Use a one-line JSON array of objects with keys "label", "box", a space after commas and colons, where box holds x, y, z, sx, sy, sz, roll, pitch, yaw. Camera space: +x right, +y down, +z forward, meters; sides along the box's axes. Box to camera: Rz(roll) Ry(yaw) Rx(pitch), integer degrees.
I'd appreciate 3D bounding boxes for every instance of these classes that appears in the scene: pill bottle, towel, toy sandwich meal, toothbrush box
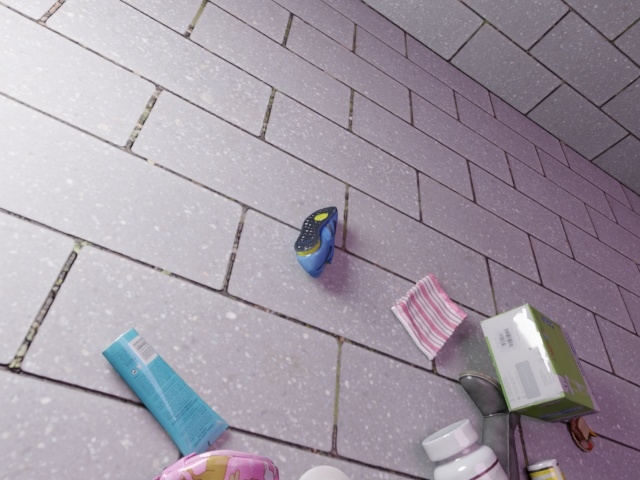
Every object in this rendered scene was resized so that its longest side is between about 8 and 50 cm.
[{"label": "pill bottle", "box": [0.279, 0.446, 0.834, 0.121, 0.121, 0.221, -10, 65, -42]}, {"label": "towel", "box": [0.257, 0.170, 1.096, 0.144, 0.029, 0.197, 51, 43, 8]}, {"label": "pill bottle", "box": [0.487, 0.524, 0.976, 0.065, 0.065, 0.116, 5, 55, -35]}, {"label": "toy sandwich meal", "box": [0.657, 0.481, 1.167, 0.085, 0.029, 0.086, 20, 48, -25]}, {"label": "toothbrush box", "box": [0.510, 0.292, 1.081, 0.283, 0.122, 0.206, 26, 44, -41]}]

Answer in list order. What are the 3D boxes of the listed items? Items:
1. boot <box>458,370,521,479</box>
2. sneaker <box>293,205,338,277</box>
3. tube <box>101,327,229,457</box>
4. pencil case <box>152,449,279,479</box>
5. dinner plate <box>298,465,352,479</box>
[{"label": "boot", "box": [0.347, 0.401, 0.968, 0.189, 0.076, 0.208, 38, 50, -6]}, {"label": "sneaker", "box": [0.000, 0.000, 1.012, 0.209, 0.069, 0.082, -67, 139, -54]}, {"label": "tube", "box": [-0.224, 0.219, 0.675, 0.207, 0.052, 0.080, 50, 47, -3]}, {"label": "pencil case", "box": [-0.125, 0.441, 0.500, 0.167, 0.160, 0.386, -2, 55, -4]}, {"label": "dinner plate", "box": [0.016, 0.424, 0.725, 0.141, 0.017, 0.141, 21, 49, -26]}]
